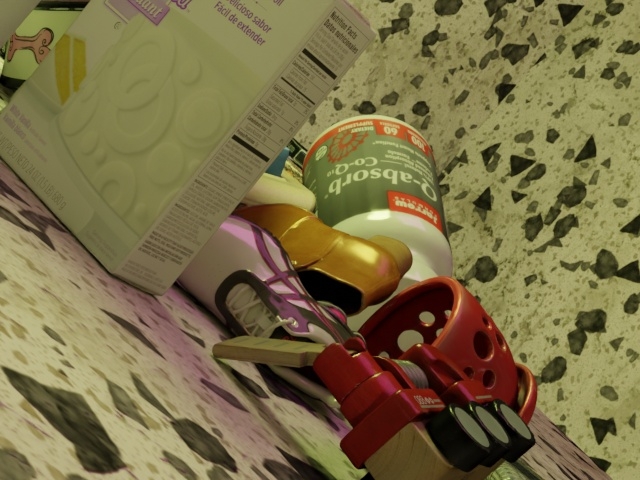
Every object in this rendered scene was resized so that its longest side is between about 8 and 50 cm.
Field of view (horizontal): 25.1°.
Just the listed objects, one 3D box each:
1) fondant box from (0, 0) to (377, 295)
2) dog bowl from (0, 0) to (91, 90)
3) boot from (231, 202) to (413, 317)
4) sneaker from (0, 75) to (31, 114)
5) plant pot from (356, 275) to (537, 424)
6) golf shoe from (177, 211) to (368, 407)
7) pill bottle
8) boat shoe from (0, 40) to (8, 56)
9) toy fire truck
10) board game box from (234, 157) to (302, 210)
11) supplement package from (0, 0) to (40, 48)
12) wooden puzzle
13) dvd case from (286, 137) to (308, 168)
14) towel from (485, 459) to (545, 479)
[{"bbox_3d":[-0.141,-0.149,1.390,0.238,0.330,0.096,42,4,31],"label":"fondant box"},{"bbox_3d":[-0.210,-0.283,1.859,0.408,0.150,0.408,-2,13,0],"label":"dog bowl"},{"bbox_3d":[-0.048,0.027,1.729,0.295,0.104,0.211,7,14,23],"label":"boot"},{"bbox_3d":[-0.275,-0.131,1.663,0.087,0.092,0.229,40,2,21],"label":"sneaker"},{"bbox_3d":[0.137,0.166,1.640,0.174,0.191,0.191,48,1,-18],"label":"plant pot"},{"bbox_3d":[-0.056,0.067,1.497,0.273,0.105,0.120,39,11,-10],"label":"golf shoe"},{"bbox_3d":[0.084,-0.004,2.114,0.210,0.210,0.363,38,28,-30],"label":"pill bottle"},{"bbox_3d":[-0.379,-0.267,2.140,0.079,0.084,0.233,33,11,35],"label":"boat shoe"},{"bbox_3d":[0.045,0.144,1.329,0.246,0.158,0.217,52,15,18],"label":"toy fire truck"},{"bbox_3d":[0.000,0.000,2.438,0.291,0.141,0.232,42,4,20],"label":"board game box"},{"bbox_3d":[-0.418,-0.311,1.481,0.262,0.204,0.145,39,5,-23],"label":"supplement package"},{"bbox_3d":[-0.183,-0.156,2.165,0.322,0.080,0.348,17,14,-19],"label":"wooden puzzle"},{"bbox_3d":[0.035,-0.092,2.532,0.239,0.029,0.179,40,3,-15],"label":"dvd case"},{"bbox_3d":[0.337,0.396,2.014,0.324,0.056,0.312,38,1,-8],"label":"towel"}]
